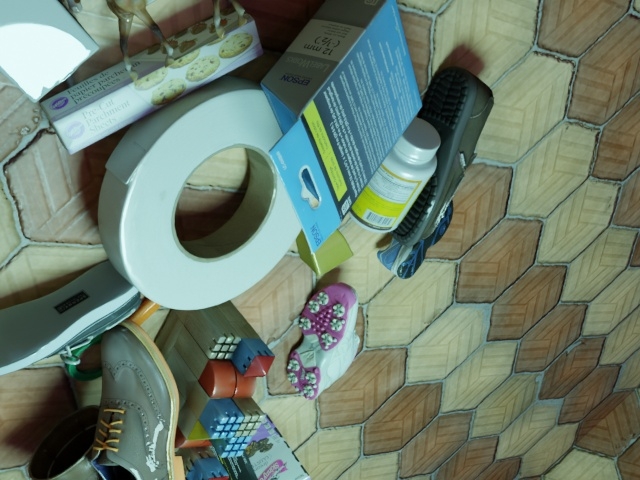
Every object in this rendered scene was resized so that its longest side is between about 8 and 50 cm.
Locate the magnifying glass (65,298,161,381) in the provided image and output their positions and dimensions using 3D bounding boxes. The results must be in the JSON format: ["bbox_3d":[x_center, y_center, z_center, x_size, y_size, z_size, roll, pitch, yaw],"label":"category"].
[{"bbox_3d":[-0.355,0.163,1.555,0.231,0.026,0.092,-41,140,2],"label":"magnifying glass"}]

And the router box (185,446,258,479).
[{"bbox_3d":[-0.218,0.457,1.801,0.133,0.178,0.046,-12,150,-31],"label":"router box"}]

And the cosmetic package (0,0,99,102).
[{"bbox_3d":[-0.393,-0.291,1.072,0.117,0.085,0.231,-40,142,-2],"label":"cosmetic package"}]

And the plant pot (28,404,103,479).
[{"bbox_3d":[-0.407,0.414,1.585,0.167,0.167,0.165,-38,118,-5],"label":"plant pot"}]

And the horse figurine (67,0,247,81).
[{"bbox_3d":[-0.204,-0.334,1.174,0.263,0.066,0.174,-28,110,-6],"label":"horse figurine"}]

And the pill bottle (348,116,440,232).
[{"bbox_3d":[0.133,-0.119,1.581,0.117,0.117,0.215,-10,147,-33],"label":"pill bottle"}]

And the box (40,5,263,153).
[{"bbox_3d":[-0.237,-0.235,1.261,0.324,0.063,0.067,-30,138,-14],"label":"box"}]

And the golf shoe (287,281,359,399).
[{"bbox_3d":[0.027,0.197,1.839,0.140,0.115,0.306,-18,142,-41],"label":"golf shoe"}]

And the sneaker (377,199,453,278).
[{"bbox_3d":[0.197,-0.021,1.796,0.211,0.081,0.080,-48,142,-20],"label":"sneaker"}]

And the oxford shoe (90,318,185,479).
[{"bbox_3d":[-0.322,0.315,1.485,0.133,0.130,0.363,-20,101,-58],"label":"oxford shoe"}]

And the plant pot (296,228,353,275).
[{"bbox_3d":[0.000,0.000,1.653,0.081,0.081,0.083,-31,127,-13],"label":"plant pot"}]

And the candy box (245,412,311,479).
[{"bbox_3d":[-0.135,0.497,1.892,0.165,0.196,0.070,-28,138,-17],"label":"candy box"}]

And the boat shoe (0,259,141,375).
[{"bbox_3d":[-0.425,0.142,1.412,0.306,0.113,0.104,-36,148,-31],"label":"boat shoe"}]

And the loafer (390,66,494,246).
[{"bbox_3d":[0.238,-0.146,1.666,0.130,0.134,0.365,-1,125,-38],"label":"loafer"}]

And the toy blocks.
[{"bbox_3d":[-0.210,0.279,1.580,0.191,0.261,0.381,9,117,-46],"label":"toy blocks"}]

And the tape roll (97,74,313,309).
[{"bbox_3d":[-0.170,-0.071,1.402,0.392,0.072,0.391,-27,134,-31],"label":"tape roll"}]

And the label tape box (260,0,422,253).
[{"bbox_3d":[0.014,-0.190,1.367,0.347,0.115,0.249,-54,146,-23],"label":"label tape box"}]
